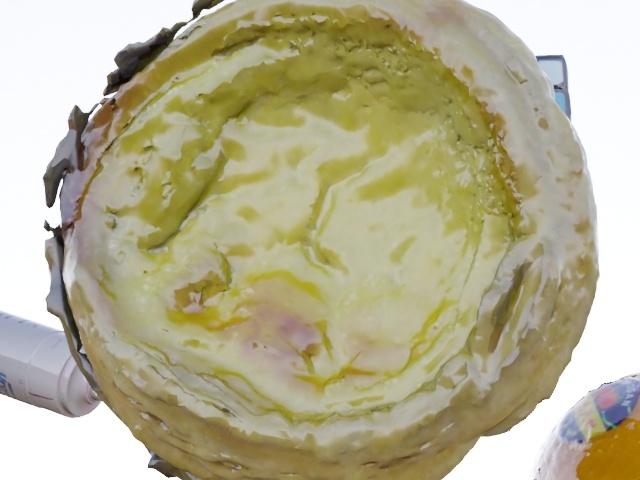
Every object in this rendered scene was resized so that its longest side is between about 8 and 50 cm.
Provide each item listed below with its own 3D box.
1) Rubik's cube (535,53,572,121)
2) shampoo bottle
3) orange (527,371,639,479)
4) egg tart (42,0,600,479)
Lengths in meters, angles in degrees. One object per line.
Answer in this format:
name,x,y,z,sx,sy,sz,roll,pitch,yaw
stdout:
Rubik's cube,0.156,-0.079,1.627,0.187,0.184,0.182,-4,-12,-5
shampoo bottle,-0.338,0.130,1.736,0.303,0.092,0.092,16,-7,29
orange,0.197,0.153,0.848,0.177,0.178,0.155,2,19,-1
egg tart,0.000,0.000,0.771,0.278,0.279,0.095,-2,-16,14
